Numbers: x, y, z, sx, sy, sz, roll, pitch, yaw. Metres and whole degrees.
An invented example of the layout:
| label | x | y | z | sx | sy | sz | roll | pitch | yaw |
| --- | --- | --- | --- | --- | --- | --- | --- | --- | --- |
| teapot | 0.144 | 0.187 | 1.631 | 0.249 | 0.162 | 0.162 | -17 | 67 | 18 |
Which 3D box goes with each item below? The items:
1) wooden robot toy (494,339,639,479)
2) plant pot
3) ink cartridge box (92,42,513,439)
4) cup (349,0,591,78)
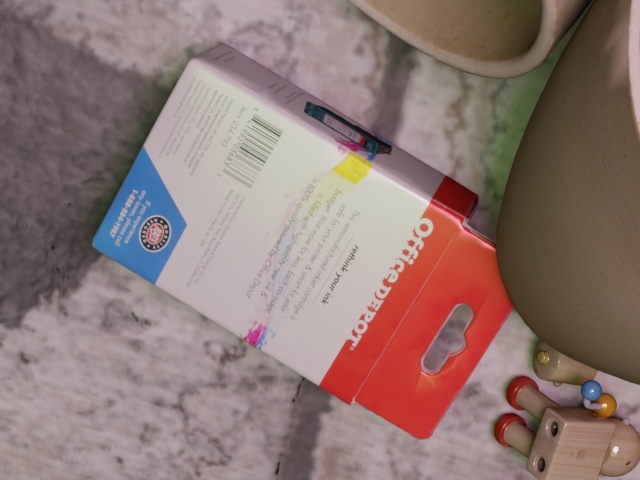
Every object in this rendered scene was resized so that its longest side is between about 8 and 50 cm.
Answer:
| label | x | y | z | sx | sy | sz | roll | pitch | yaw |
| --- | --- | --- | --- | --- | --- | --- | --- | --- | --- |
| wooden robot toy | 0.161 | 0.111 | 0.905 | 0.079 | 0.076 | 0.173 | 9 | 108 | -28 |
| plant pot | 0.197 | -0.026 | 0.722 | 0.256 | 0.274 | 0.257 | 4 | 76 | -17 |
| ink cartridge box | 0.000 | 0.000 | 0.890 | 0.231 | 0.078 | 0.134 | 32 | 107 | 2 |
| cup | 0.068 | -0.280 | 0.716 | 0.237 | 0.331 | 0.331 | -44 | 92 | -9 |
